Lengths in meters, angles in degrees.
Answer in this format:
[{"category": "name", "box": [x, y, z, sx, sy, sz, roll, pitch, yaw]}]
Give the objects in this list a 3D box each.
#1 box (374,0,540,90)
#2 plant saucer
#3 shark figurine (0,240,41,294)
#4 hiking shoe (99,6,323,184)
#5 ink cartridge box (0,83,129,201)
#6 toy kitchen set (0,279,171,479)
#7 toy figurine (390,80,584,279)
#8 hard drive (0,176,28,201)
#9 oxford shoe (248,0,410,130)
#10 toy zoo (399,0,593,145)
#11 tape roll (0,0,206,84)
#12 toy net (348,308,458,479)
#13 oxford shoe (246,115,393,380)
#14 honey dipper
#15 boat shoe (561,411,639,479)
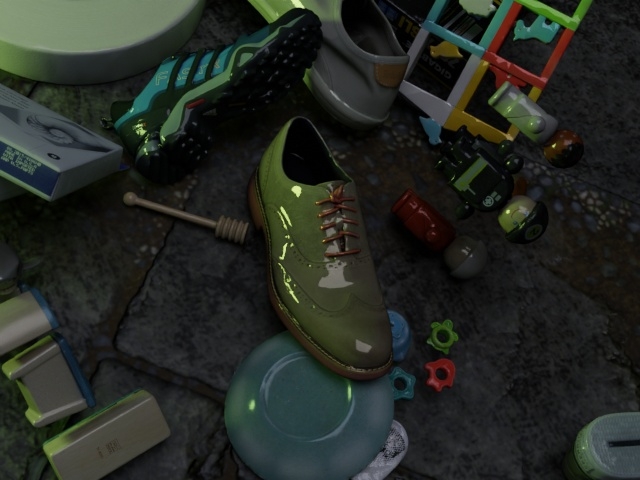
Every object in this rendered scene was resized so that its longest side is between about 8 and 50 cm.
[{"category": "box", "box": [0.201, -0.414, 1.378, 0.257, 0.079, 0.322, 40, 60, 7]}, {"category": "plant saucer", "box": [-0.015, 0.179, 0.992, 0.195, 0.037, 0.194, -3, 61, 5]}, {"category": "shark figurine", "box": [-0.429, 0.016, 0.962, 0.279, 0.166, 0.116, -12, 105, 15]}, {"category": "hiking shoe", "box": [-0.138, -0.212, 1.126, 0.304, 0.113, 0.132, -39, 68, -6]}, {"category": "ink cartridge box", "box": [-0.350, -0.134, 1.033, 0.223, 0.045, 0.224, 28, 17, 2]}, {"category": "toy kitchen set", "box": [-0.282, 0.138, 0.971, 0.122, 0.166, 0.207, -28, 108, -24]}, {"category": "toy figurine", "box": [0.217, -0.073, 1.119, 0.148, 0.213, 0.209, 41, 58, 0]}, {"category": "hard drive", "box": [-0.471, -0.075, 0.903, 0.233, 0.047, 0.353, 18, 16, 7]}, {"category": "oxford shoe", "box": [-0.020, -0.359, 1.239, 0.169, 0.130, 0.449, -16, 66, -50]}, {"category": "toy zoo", "box": [0.230, -0.261, 1.230, 0.192, 0.030, 0.293, 29, 98, 9]}, {"category": "tape roll", "box": [-0.346, -0.391, 1.240, 0.392, 0.072, 0.391, 5, 61, -10]}, {"category": "toy net", "box": [0.087, 0.189, 1.041, 0.122, 0.045, 0.232, 19, 61, -5]}, {"category": "oxford shoe", "box": [0.000, 0.000, 1.035, 0.123, 0.130, 0.348, -7, 52, -28]}, {"category": "honey dipper", "box": [-0.170, -0.030, 1.109, 0.161, 0.030, 0.030, 16, 59, 0]}, {"category": "boat shoe", "box": [0.435, 0.250, 1.056, 0.303, 0.094, 0.109, 4, 64, -9]}]
